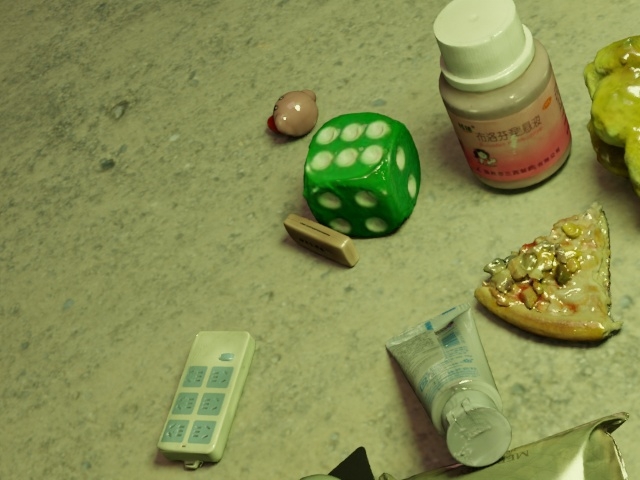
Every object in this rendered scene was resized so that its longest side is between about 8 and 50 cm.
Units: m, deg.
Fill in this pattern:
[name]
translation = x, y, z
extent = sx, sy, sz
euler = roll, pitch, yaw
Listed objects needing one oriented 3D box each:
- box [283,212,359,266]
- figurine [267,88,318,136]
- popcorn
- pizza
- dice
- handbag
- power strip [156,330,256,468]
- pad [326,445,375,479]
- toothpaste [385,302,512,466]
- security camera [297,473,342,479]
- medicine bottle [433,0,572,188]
[box]
translation = 0.000, 0.000, 1.487
extent = 0.115, 0.048, 0.025
euler = 25, 62, 39
[figurine]
translation = -0.035, -0.190, 1.659
extent = 0.067, 0.071, 0.083
euler = 39, 80, 1
[popcorn]
translation = 0.444, -0.154, 1.273
extent = 0.276, 0.225, 0.276
euler = -27, 12, 6
[pizza]
translation = 0.289, 0.027, 1.315
extent = 0.185, 0.052, 0.195
euler = 17, 61, 34
[dice]
translation = 0.055, -0.088, 1.485
extent = 0.128, 0.120, 0.131
euler = -1, 53, 26
[handbag]
translation = 0.192, 0.279, 1.100
extent = 0.270, 0.117, 0.182
euler = -19, 54, 15
[power strip]
translation = -0.139, 0.193, 1.399
extent = 0.081, 0.035, 0.192
euler = -3, 52, 25
[pad]
translation = 0.029, 0.310, 1.195
extent = 0.112, 0.003, 0.157
euler = -46, 38, 25
[toothpaste]
translation = 0.142, 0.147, 1.225
extent = 0.114, 0.073, 0.299
euler = -28, 17, 5
[security camera]
translation = 0.015, 0.359, 1.108
extent = 0.157, 0.080, 0.301
euler = -58, 43, 17
[medicine bottle]
translation = 0.223, -0.186, 1.394
extent = 0.147, 0.247, 0.147
euler = -14, 47, 16
